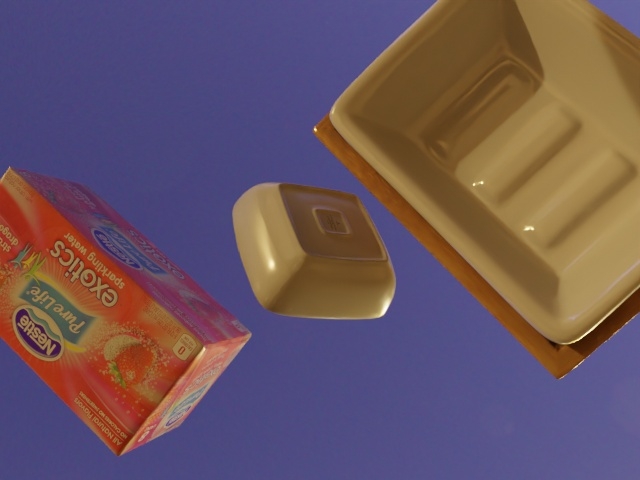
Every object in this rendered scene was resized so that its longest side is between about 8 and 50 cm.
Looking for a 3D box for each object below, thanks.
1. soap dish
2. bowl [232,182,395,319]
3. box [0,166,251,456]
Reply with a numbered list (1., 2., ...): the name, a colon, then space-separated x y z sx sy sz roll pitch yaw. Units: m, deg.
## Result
1. soap dish: 0.171 -0.071 0.513 0.229 0.291 0.118 -44 -20 5
2. bowl: 0.000 0.000 0.564 0.142 0.142 0.053 7 -47 -30
3. box: -0.251 0.072 0.703 0.300 0.142 0.154 40 -84 13
